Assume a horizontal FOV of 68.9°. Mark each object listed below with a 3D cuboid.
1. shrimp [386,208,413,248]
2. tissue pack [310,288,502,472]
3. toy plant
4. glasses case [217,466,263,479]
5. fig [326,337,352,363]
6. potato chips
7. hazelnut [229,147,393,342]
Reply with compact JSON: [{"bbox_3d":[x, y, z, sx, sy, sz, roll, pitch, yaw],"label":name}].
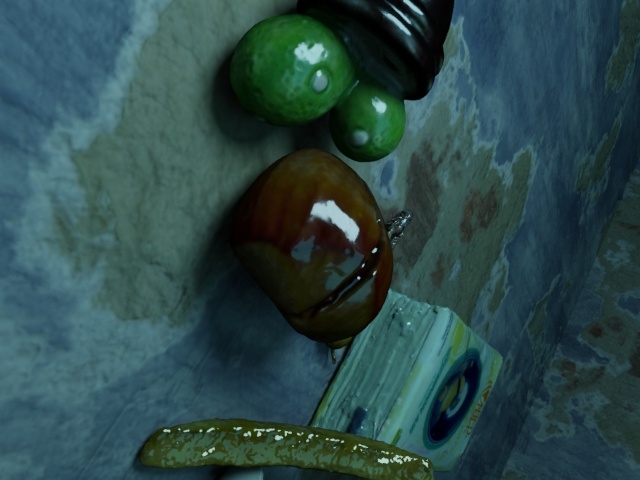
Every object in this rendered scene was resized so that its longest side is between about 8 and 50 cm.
[{"bbox_3d":[0.126,-0.018,0.798,0.038,0.029,0.092,32,84,-51],"label":"shrimp"},{"bbox_3d":[0.189,0.281,0.891,0.388,0.162,0.287,36,80,-49],"label":"tissue pack"},{"bbox_3d":[0.034,-0.202,0.513,0.218,0.175,0.235,30,92,-33],"label":"toy plant"},{"bbox_3d":[-0.169,0.423,0.595,0.308,0.083,0.128,-40,131,-32],"label":"glasses case"},{"bbox_3d":[0.025,0.159,0.743,0.050,0.050,0.083,-21,130,-43],"label":"fig"},{"bbox_3d":[-0.029,0.284,0.628,0.406,0.080,0.057,16,85,-20],"label":"potato chips"},{"bbox_3d":[0.003,0.000,0.549,0.180,0.181,0.212,-38,123,-7],"label":"hazelnut"}]
